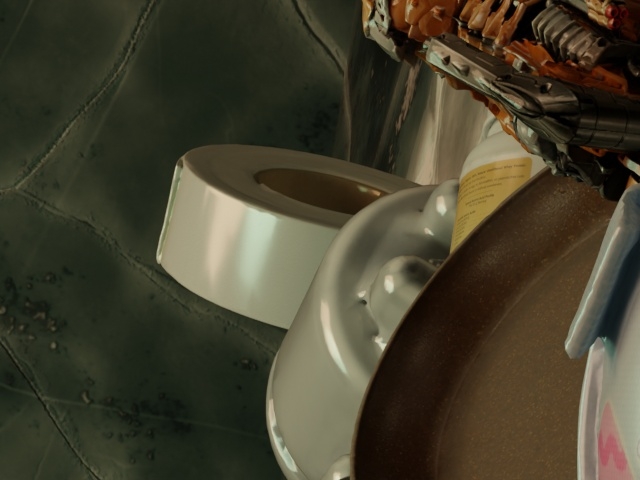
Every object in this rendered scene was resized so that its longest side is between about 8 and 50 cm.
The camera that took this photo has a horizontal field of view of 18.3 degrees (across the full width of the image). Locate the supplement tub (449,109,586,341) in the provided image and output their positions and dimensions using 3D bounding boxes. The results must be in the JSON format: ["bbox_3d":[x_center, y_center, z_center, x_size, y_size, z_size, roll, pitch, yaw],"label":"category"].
[{"bbox_3d":[0.148,0.017,1.189,0.144,0.144,0.200,123,158,-71],"label":"supplement tub"}]

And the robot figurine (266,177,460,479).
[{"bbox_3d":[0.073,0.094,1.422,0.300,0.200,0.353,-51,-7,-28],"label":"robot figurine"}]

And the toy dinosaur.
[{"bbox_3d":[0.161,-0.039,0.764,0.322,0.218,0.164,53,126,24],"label":"toy dinosaur"}]

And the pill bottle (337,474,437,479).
[{"bbox_3d":[0.009,0.241,1.040,0.361,0.204,0.204,-25,-39,-46],"label":"pill bottle"}]

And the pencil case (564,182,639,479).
[{"bbox_3d":[0.185,0.037,0.366,0.113,0.273,0.124,113,152,-44],"label":"pencil case"}]

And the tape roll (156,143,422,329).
[{"bbox_3d":[0.000,0.000,1.810,0.286,0.286,0.100,-103,25,-73],"label":"tape roll"}]

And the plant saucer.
[{"bbox_3d":[0.148,0.051,0.989,0.310,0.050,0.310,-36,26,21],"label":"plant saucer"}]
